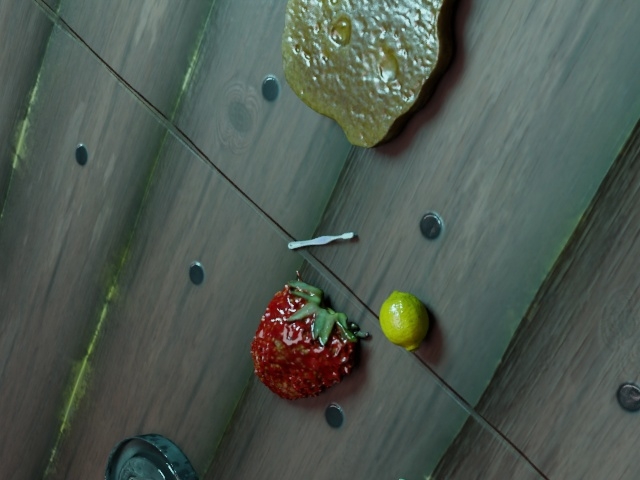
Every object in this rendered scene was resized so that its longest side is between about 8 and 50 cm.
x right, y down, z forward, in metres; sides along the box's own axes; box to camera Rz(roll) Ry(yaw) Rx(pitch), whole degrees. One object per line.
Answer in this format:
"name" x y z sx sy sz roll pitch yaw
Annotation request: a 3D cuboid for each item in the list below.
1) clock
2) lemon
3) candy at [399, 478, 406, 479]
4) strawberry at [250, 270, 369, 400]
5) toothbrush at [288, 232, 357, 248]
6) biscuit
"clock" -0.274 0.424 1.956 0.215 0.042 0.215 9 103 42
"lemon" 0.108 0.104 1.527 0.062 0.062 0.083 -27 78 42
"candy" 0.172 0.338 1.525 0.202 0.061 0.061 14 107 50
"strawberry" -0.039 0.162 1.660 0.167 0.087 0.208 45 126 27
"toothbrush" 0.000 0.000 1.645 0.131 0.013 0.011 -9 81 45
"biscuit" 0.059 -0.273 1.517 0.257 0.049 0.273 44 126 26
